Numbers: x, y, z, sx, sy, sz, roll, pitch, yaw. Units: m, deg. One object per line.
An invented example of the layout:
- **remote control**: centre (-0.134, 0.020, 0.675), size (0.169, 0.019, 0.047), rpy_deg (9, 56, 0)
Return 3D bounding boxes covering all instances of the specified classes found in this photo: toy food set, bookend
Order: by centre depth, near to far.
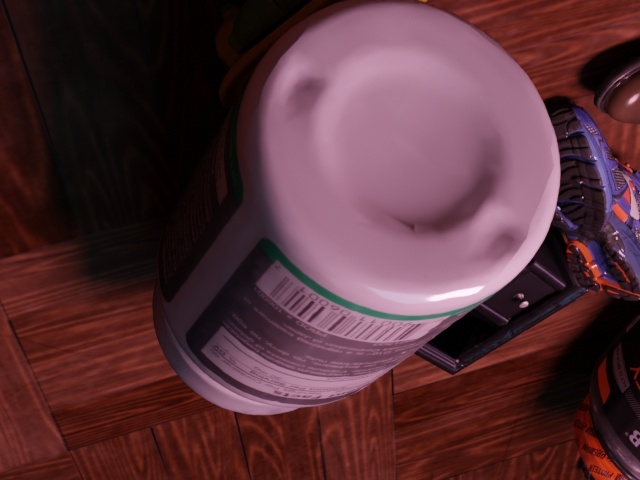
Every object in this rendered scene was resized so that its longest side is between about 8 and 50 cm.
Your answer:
- **toy food set**: centre (0.009, -0.173, 0.957), size (0.218, 0.071, 0.128), rpy_deg (-34, 168, 23)
- **bookend**: centre (0.134, 0.034, 1.299), size (0.157, 0.072, 0.156), rpy_deg (-34, 144, 18)

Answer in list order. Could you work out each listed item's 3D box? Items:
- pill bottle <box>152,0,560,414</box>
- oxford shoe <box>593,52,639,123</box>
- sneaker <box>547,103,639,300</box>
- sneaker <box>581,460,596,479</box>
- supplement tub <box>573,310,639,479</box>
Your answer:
- **pill bottle**: centre (0.000, 0.000, 0.998), size (0.204, 0.204, 0.361), rpy_deg (-6, 163, -21)
- **oxford shoe**: centre (0.331, -0.112, 1.176), size (0.227, 0.096, 0.083), rpy_deg (-3, 145, -21)
- **sneaker**: centre (0.237, -0.044, 1.248), size (0.083, 0.087, 0.221), rpy_deg (9, 146, 34)
- **sneaker**: centre (0.376, 0.251, 1.762), size (0.058, 0.052, 0.135), rpy_deg (-9, 153, -34)
- **supplement tub**: centre (0.412, 0.127, 1.455), size (0.207, 0.207, 0.338), rpy_deg (2, 140, -29)
